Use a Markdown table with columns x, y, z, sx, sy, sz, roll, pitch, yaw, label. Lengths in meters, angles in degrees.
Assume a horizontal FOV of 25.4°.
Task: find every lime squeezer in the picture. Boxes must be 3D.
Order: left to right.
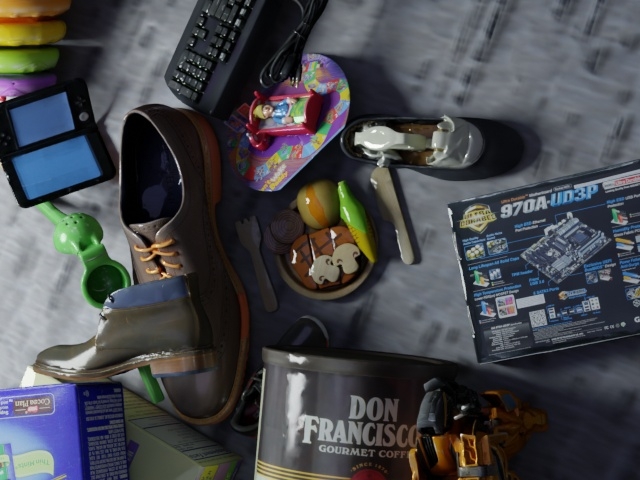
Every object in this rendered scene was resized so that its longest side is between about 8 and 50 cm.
| x | y | z | sx | sy | sz | roll | pitch | yaw | label |
| --- | --- | --- | --- | --- | --- | --- | --- | --- | --- |
| -0.260 | 0.040 | 1.600 | 0.310 | 0.059 | 0.110 | 55 | 141 | 22 | lime squeezer |

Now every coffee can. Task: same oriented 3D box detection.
| x | y | z | sx | sy | sz | roll | pitch | yaw | label |
| --- | --- | --- | --- | --- | --- | --- | --- | --- | --- |
| 0.030 | 0.253 | 1.456 | 0.201 | 0.201 | 0.275 | 4 | 89 | 20 | coffee can |

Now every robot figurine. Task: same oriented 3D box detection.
| x | y | z | sx | sy | sz | roll | pitch | yaw | label |
| --- | --- | --- | --- | --- | --- | --- | --- | --- | --- |
| 0.158 | 0.231 | 1.362 | 0.085 | 0.291 | 0.211 | -8 | 85 | 19 | robot figurine |

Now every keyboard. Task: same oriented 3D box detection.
| x | y | z | sx | sy | sz | roll | pitch | yaw | label |
| --- | --- | --- | --- | --- | --- | --- | --- | --- | --- |
| -0.059 | -0.282 | 1.577 | 0.201 | 0.033 | 0.317 | 29 | 98 | 40 | keyboard |

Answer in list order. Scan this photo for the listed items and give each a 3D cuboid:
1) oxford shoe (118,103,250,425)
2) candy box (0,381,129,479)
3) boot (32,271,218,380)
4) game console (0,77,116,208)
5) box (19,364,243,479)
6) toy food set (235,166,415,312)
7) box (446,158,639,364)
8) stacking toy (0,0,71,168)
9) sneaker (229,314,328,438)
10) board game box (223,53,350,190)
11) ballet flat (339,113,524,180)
| x | y | z | sx | sy | sz | roll | pitch | yaw | label |
| --- | --- | --- | --- | --- | --- | --- | --- | --- | --- |
| -0.169 | 0.028 | 1.575 | 0.130 | 0.132 | 0.364 | -13 | 84 | 18 | oxford shoe |
| -0.336 | 0.317 | 1.502 | 0.268 | 0.122 | 0.317 | -7 | 83 | 19 | candy box |
| -0.213 | 0.093 | 1.525 | 0.219 | 0.082 | 0.106 | -5 | 92 | 20 | boot |
| -0.310 | -0.113 | 1.641 | 0.122 | 0.107 | 0.071 | -21 | 40 | -17 | game console |
| -0.248 | 0.285 | 1.598 | 0.243 | 0.117 | 0.214 | 27 | 96 | 20 | box |
| 0.000 | 0.000 | 1.567 | 0.192 | 0.038 | 0.132 | -21 | 80 | 18 | toy food set |
| 0.254 | 0.024 | 1.467 | 0.220 | 0.051 | 0.175 | -14 | 82 | 19 | box |
| -0.365 | -0.221 | 1.671 | 0.175 | 0.166 | 0.302 | 3 | 102 | 11 | stacking toy |
| -0.046 | 0.154 | 1.560 | 0.061 | 0.065 | 0.158 | 33 | 98 | 19 | sneaker |
| -0.045 | -0.136 | 1.566 | 0.168 | 0.033 | 0.133 | -44 | 48 | 13 | board game box |
| 0.112 | -0.102 | 1.516 | 0.203 | 0.074 | 0.074 | 6 | 89 | 20 | ballet flat |
